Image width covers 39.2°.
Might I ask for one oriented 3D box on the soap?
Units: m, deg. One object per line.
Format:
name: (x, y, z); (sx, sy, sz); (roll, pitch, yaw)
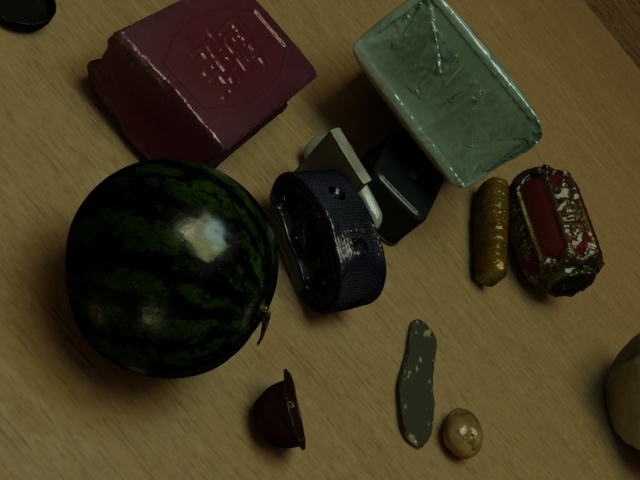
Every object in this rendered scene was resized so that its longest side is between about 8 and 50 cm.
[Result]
soap: (-0.178, -0.254, 1.396); (0.233, 0.128, 0.359); (47, 36, -6)

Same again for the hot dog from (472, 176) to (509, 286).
hot dog: (0.340, -0.024, 1.803); (0.068, 0.083, 0.289); (22, 43, -7)

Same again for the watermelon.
watermelon: (-0.174, 0.029, 1.074); (0.269, 0.269, 0.269); (27, 44, -30)

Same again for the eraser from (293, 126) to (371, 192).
eraser: (0.017, -0.103, 1.459); (0.023, 0.150, 0.104); (-25, 80, -34)

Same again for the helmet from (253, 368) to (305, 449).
helmet: (-0.059, 0.230, 1.186); (0.089, 0.057, 0.111); (65, 10, -52)

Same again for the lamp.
lamp: (0.479, -0.020, 1.865); (0.177, 0.177, 0.274); (15, 52, -39)

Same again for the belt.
belt: (0.000, 0.000, 1.377); (0.126, 0.139, 0.230); (-7, 67, -42)

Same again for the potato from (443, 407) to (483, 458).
potato: (0.226, 0.305, 1.432); (0.068, 0.062, 0.083); (53, 12, -24)

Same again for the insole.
insole: (0.158, 0.225, 1.457); (0.081, 0.011, 0.248); (39, 38, -21)

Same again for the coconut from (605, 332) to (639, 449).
coconut: (0.707, 0.304, 1.764); (0.329, 0.329, 0.329); (27, 44, -30)

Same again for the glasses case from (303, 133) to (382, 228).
glasses case: (0.038, -0.093, 1.533); (0.193, 0.074, 0.049); (62, -2, 13)

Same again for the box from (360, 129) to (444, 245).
box: (0.138, -0.102, 1.637); (0.144, 0.090, 0.201); (45, 38, -9)

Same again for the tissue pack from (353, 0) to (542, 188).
tissue pack: (0.246, -0.284, 1.709); (0.332, 0.205, 0.405); (53, 13, -1)

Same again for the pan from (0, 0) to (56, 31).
pan: (-0.442, -0.391, 1.292); (0.115, 0.040, 0.212); (11, 60, -41)
